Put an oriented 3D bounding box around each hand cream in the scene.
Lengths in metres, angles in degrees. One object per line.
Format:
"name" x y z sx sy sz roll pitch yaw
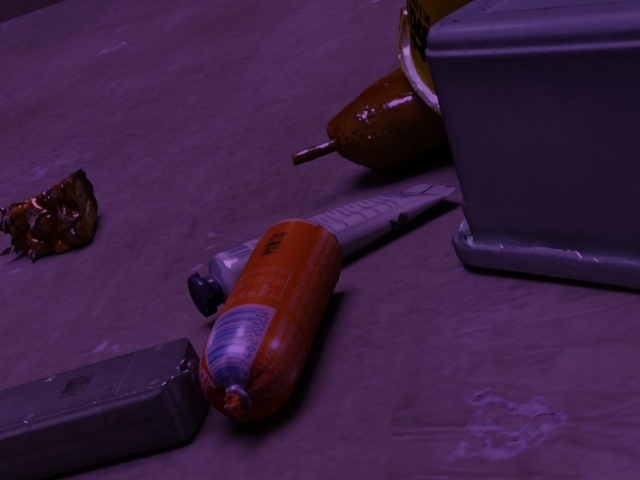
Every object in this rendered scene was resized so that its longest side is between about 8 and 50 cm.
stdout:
"hand cream" 0.000 0.000 1.231 0.234 0.050 0.080 -25 15 -22

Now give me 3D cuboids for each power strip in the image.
"power strip" -0.201 0.134 1.067 0.272 0.052 0.078 -17 20 15

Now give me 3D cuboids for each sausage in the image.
"sausage" -0.037 0.060 1.062 0.071 0.071 0.234 -15 20 18

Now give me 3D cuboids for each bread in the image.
"bread" 0.134 -0.134 1.382 0.344 0.084 0.124 -24 18 -3

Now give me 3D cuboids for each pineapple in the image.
"pineapple" -0.282 -0.033 1.576 0.137 0.069 0.116 -5 26 44

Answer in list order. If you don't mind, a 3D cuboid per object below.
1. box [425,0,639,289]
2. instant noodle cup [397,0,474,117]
"box" 0.214 -0.088 1.021 0.175 0.182 0.312 -33 23 -30
"instant noodle cup" 0.202 -0.271 1.241 0.325 0.254 0.326 -8 49 9
